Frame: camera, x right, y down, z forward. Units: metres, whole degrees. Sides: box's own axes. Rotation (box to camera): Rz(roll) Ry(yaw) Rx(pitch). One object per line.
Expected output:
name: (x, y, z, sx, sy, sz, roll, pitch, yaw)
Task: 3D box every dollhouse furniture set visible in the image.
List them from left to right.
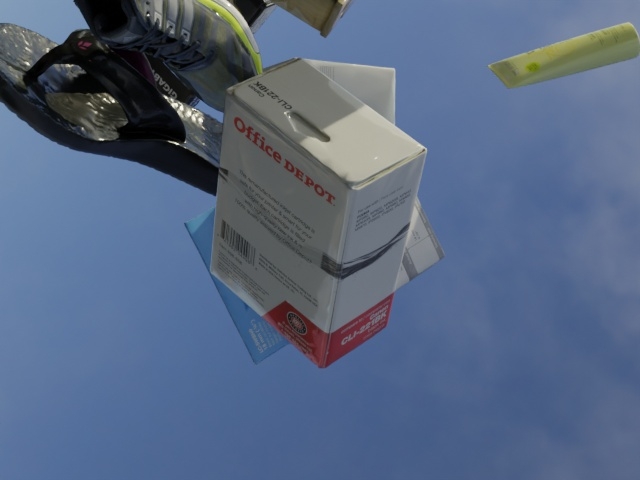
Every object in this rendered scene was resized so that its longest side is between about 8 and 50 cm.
dollhouse furniture set: (0.012, -0.416, 1.888, 0.184, 0.129, 0.129, -59, 179, 42)

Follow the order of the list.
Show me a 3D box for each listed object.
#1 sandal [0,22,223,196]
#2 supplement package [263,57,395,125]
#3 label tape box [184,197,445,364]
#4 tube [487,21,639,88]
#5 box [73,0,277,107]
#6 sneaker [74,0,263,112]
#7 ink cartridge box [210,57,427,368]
sandal: (-0.215, -0.169, 1.524, 0.107, 0.445, 0.167, -45, -124, 20)
supplement package: (0.011, -0.215, 2.386, 0.149, 0.203, 0.194, -3, -94, 63)
label tape box: (0.000, 0.000, 1.967, 0.333, 0.241, 0.106, -32, -171, -34)
tube: (0.399, -0.297, 2.162, 0.240, 0.062, 0.070, -16, 173, -7)
box: (-0.259, -0.429, 2.371, 0.293, 0.295, 0.073, -45, 175, 31)
sneaker: (-0.178, -0.227, 1.373, 0.111, 0.300, 0.121, -27, -147, 35)
ink cartridge box: (-0.011, -0.030, 1.440, 0.114, 0.197, 0.273, -31, 146, -33)
